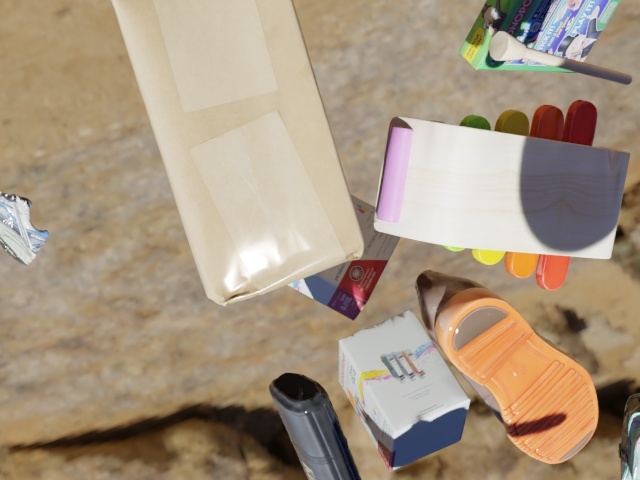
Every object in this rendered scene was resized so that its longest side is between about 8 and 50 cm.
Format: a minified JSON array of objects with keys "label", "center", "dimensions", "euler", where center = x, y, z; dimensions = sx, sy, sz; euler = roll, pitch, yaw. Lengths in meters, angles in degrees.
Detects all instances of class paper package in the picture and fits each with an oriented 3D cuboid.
[{"label":"paper package","center":[-0.083,-0.135,1.466],"dimensions":[0.168,0.324,0.309],"euler":[-17,-170,0]}]

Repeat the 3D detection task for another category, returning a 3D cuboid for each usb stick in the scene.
[{"label":"usb stick","center":[0.013,0.247,1.475],"dimensions":[0.045,0.278,0.077],"euler":[-39,-141,-24]}]

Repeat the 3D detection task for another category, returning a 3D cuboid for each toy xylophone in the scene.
[{"label":"toy xylophone","center":[0.208,-0.078,1.435],"dimensions":[0.323,0.236,0.081],"euler":[15,-179,-39]}]

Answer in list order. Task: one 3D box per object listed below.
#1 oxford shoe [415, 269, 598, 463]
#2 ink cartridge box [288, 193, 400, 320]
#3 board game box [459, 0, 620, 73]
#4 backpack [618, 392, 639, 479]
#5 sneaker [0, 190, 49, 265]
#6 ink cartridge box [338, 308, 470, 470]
[{"label":"oxford shoe","center":[0.243,0.156,1.815],"dimensions":[0.130,0.133,0.363],"euler":[-41,128,-2]},{"label":"ink cartridge box","center":[0.000,0.000,1.798],"dimensions":[0.127,0.175,0.072],"euler":[-62,180,-24]},{"label":"board game box","center":[0.334,-0.361,1.848],"dimensions":[0.214,0.046,0.317],"euler":[-3,133,-41]},{"label":"backpack","center":[0.550,0.351,2.217],"dimensions":[0.166,0.188,0.144],"euler":[6,-154,7]},{"label":"sneaker","center":[-0.374,-0.037,1.670],"dimensions":[0.058,0.135,0.052],"euler":[-45,-161,-19]},{"label":"ink cartridge box","center":[0.119,0.219,2.090],"dimensions":[0.127,0.176,0.128],"euler":[-21,148,-15]}]
